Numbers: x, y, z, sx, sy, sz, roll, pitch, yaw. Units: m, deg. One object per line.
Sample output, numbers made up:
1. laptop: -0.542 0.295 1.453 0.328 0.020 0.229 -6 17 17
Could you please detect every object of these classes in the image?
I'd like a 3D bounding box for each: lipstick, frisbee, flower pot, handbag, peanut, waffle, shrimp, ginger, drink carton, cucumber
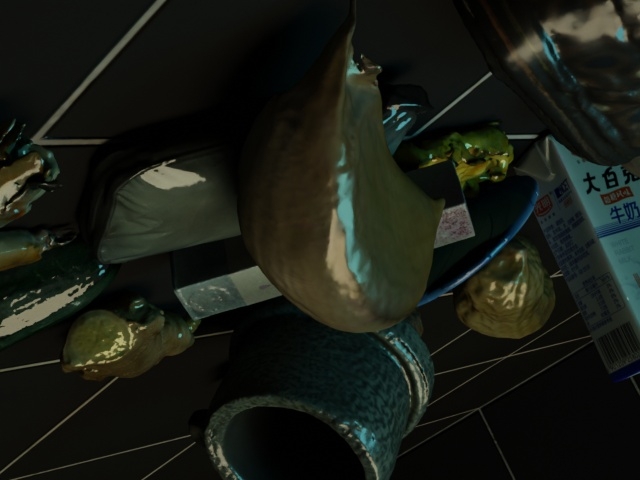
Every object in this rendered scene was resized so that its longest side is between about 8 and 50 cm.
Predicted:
1. lipstick: 0.000 0.000 1.343 0.317 0.068 0.066 -17 141 7
2. frisbee: 0.167 -0.008 1.589 0.242 0.045 0.242 -40 -167 11
3. flower pot: -0.004 0.204 1.675 0.299 0.299 0.283 -41 -163 41
4. handbag: -0.059 -0.064 1.194 0.332 0.075 0.192 -14 157 -24
5. peanut: 0.278 0.075 1.962 0.159 0.143 0.291 -38 160 5
6. waffle: 0.096 -0.051 1.460 0.280 0.060 0.262 -28 163 7
7. shrimp: -0.294 -0.001 1.038 0.185 0.068 0.287 -20 165 -11
8. ginger: -0.228 0.119 1.494 0.137 0.074 0.213 -28 169 9
9. drink carton: 0.372 0.007 1.595 0.130 0.315 0.106 -16 165 -28
10. cucumber: -0.302 0.067 1.245 0.243 0.063 0.115 -28 164 2

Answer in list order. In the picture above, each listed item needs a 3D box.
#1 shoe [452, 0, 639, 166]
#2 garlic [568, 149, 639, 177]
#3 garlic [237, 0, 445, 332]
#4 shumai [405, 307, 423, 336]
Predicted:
1. shoe: 0.272 -0.199 1.076 0.237 0.171 0.384 -27 156 20
2. garlic: 0.373 -0.181 1.393 0.292 0.210 0.237 -2 118 -44
3. garlic: 0.008 -0.050 1.094 0.196 0.151 0.338 -55 146 -19
4. shumai: 0.000 0.202 2.008 0.283 0.217 0.346 10 142 -5
